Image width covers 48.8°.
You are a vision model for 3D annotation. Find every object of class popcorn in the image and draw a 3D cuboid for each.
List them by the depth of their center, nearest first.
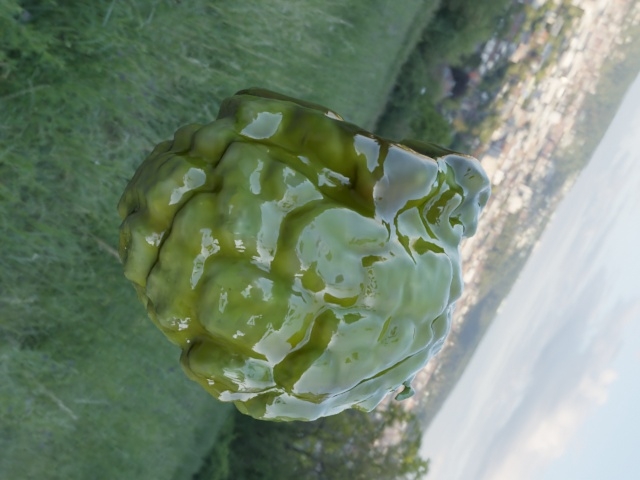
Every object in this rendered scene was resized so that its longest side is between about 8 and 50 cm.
[{"bbox_3d":[0.000,0.000,0.489,0.251,0.237,0.206,-40,-176,-13],"label":"popcorn"}]
